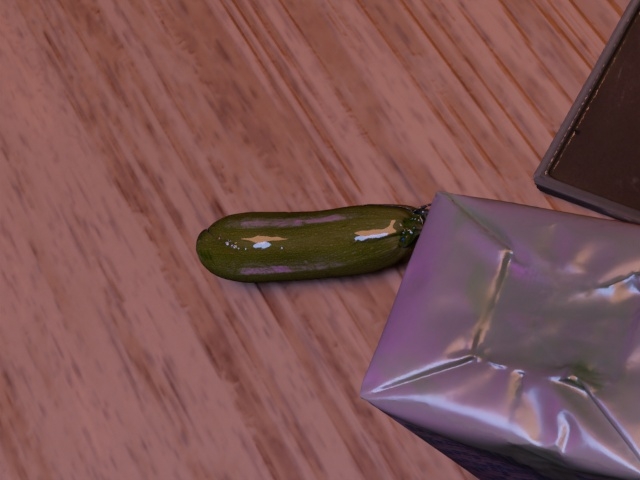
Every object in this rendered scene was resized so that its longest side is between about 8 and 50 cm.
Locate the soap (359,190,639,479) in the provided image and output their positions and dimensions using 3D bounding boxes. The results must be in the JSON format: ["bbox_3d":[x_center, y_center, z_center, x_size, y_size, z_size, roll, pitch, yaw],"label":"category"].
[{"bbox_3d":[0.153,0.076,1.033,0.182,0.199,0.138,10,74,33],"label":"soap"}]

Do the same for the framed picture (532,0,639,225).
[{"bbox_3d":[0.242,-0.098,1.182,0.150,0.015,0.203,22,78,35],"label":"framed picture"}]

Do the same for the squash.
[{"bbox_3d":[0.000,0.000,1.245,0.183,0.052,0.052,-7,63,24],"label":"squash"}]
